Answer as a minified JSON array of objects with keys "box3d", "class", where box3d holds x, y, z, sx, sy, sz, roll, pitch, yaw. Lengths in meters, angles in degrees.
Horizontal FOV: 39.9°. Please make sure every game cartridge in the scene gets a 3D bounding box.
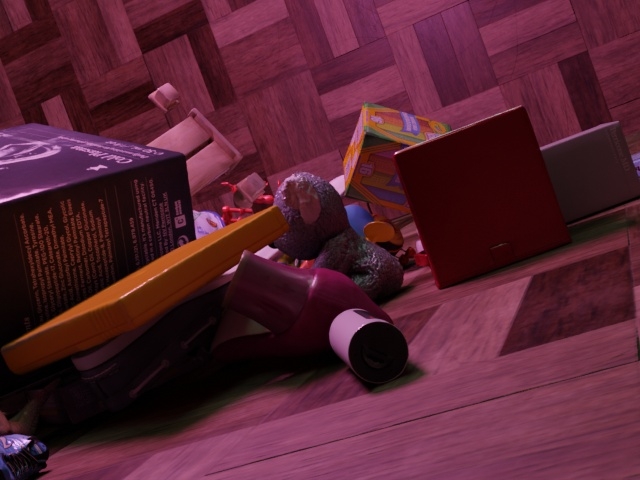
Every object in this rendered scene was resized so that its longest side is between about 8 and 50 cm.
[{"box3d":[-0.222,0.065,1.131,0.323,0.053,0.285,-20,10,46],"class":"game cartridge"}]

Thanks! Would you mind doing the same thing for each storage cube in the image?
[{"box3d":[0.216,-0.062,1.239,0.214,0.193,0.183,-19,3,6],"class":"storage cube"}]

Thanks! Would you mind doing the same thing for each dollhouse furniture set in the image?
[{"box3d":[-0.293,-0.072,1.669,0.174,0.355,0.303,-44,-1,44],"class":"dollhouse furniture set"}]

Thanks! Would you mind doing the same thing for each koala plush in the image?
[{"box3d":[0.000,0.000,1.307,0.203,0.221,0.196,-20,2,9],"class":"koala plush"}]

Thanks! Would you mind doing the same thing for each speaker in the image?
[{"box3d":[0.042,0.096,0.819,0.055,0.055,0.136,-21,2,-5],"class":"speaker"}]

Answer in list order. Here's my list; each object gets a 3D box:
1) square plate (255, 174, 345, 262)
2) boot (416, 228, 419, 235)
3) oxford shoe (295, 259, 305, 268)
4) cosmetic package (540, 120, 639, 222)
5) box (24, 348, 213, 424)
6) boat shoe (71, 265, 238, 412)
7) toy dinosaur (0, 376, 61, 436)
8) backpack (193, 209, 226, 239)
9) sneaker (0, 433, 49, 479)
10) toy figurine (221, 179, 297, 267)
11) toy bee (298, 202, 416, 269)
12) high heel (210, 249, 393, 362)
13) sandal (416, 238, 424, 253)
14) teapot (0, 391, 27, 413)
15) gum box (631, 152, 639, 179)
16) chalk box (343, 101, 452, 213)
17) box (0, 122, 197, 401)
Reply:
[{"box3d":[-0.102,0.025,1.669,0.344,0.049,0.347,-43,0,-32],"class":"square plate"},{"box3d":[0.321,-0.093,1.790,0.176,0.088,0.244,-19,-19,-50],"class":"boot"},{"box3d":[0.023,0.007,2.103,0.169,0.130,0.449,-23,1,-10],"class":"oxford shoe"},{"box3d":[0.366,-0.088,1.383,0.237,0.127,0.107,-22,2,6],"class":"cosmetic package"},{"box3d":[-0.299,0.201,1.307,0.231,0.056,0.183,-22,4,-35],"class":"box"},{"box3d":[-0.195,0.124,1.236,0.319,0.099,0.116,-33,13,-39],"class":"boat shoe"},{"box3d":[-0.441,0.238,1.054,0.295,0.127,0.200,-4,3,-33],"class":"toy dinosaur"},{"box3d":[-0.288,0.060,1.922,0.276,0.264,0.213,-18,-13,38],"class":"backpack"},{"box3d":[-0.321,0.224,0.914,0.073,0.064,0.162,-18,2,-14],"class":"sneaker"},{"box3d":[-0.136,0.045,2.000,0.191,0.217,0.363,3,-29,-4],"class":"toy figurine"},{"box3d":[0.089,0.004,1.571,0.298,0.162,0.195,-54,2,-20],"class":"toy bee"},{"box3d":[-0.034,0.115,1.096,0.181,0.127,0.377,23,-13,-2],"class":"high heel"},{"box3d":[0.319,-0.068,1.565,0.169,0.102,0.416,-18,3,43],"class":"sandal"},{"box3d":[-0.554,0.219,1.576,0.255,0.187,0.252,-9,22,-26],"class":"teapot"},{"box3d":[0.593,-0.138,1.581,0.156,0.041,0.184,-19,2,32],"class":"gum box"},{"box3d":[0.159,-0.135,1.542,0.212,0.132,0.132,13,32,-7],"class":"chalk box"},{"box3d":[-0.527,0.014,1.423,0.479,0.298,0.471,14,28,41],"class":"box"}]
